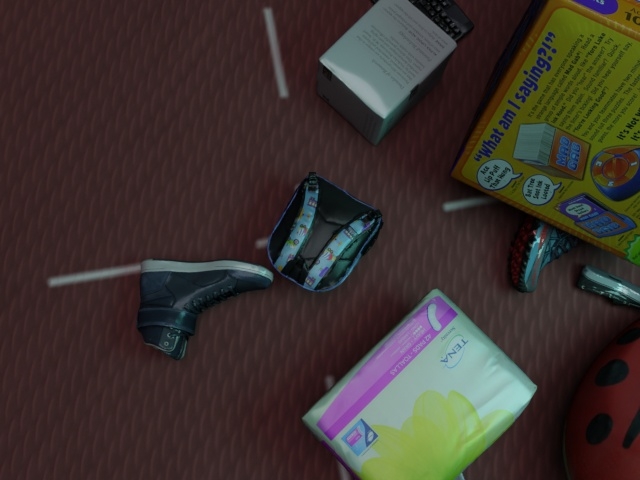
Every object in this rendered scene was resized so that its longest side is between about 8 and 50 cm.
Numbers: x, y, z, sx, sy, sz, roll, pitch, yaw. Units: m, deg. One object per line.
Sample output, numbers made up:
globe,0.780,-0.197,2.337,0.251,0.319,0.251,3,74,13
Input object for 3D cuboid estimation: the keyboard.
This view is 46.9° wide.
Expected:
keyboard,0.176,-0.505,1.372,0.202,0.033,0.317,-37,83,-8

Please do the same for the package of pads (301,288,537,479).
package of pads,0.153,0.251,1.123,0.296,0.101,0.229,-43,82,-9

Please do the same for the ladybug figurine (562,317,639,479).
ladybug figurine,0.529,0.241,1.087,0.305,0.161,0.449,16,51,41

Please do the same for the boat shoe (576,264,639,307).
boat shoe,0.506,0.088,1.258,0.142,0.049,0.040,26,112,2

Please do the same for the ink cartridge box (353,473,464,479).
ink cartridge box,0.148,0.400,1.175,0.166,0.065,0.332,-21,81,-6

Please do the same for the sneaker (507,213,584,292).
sneaker,0.410,-0.022,1.245,0.125,0.104,0.261,25,79,1

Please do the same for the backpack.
backpack,0.000,0.000,1.222,0.158,0.117,0.173,30,79,4

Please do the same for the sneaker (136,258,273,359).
sneaker,-0.191,0.115,1.203,0.226,0.086,0.163,-1,68,8

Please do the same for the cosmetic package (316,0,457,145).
cosmetic package,0.108,-0.293,1.266,0.151,0.151,0.183,43,82,6

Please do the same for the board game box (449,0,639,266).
board game box,0.462,-0.244,1.104,0.356,0.356,0.356,26,54,4
